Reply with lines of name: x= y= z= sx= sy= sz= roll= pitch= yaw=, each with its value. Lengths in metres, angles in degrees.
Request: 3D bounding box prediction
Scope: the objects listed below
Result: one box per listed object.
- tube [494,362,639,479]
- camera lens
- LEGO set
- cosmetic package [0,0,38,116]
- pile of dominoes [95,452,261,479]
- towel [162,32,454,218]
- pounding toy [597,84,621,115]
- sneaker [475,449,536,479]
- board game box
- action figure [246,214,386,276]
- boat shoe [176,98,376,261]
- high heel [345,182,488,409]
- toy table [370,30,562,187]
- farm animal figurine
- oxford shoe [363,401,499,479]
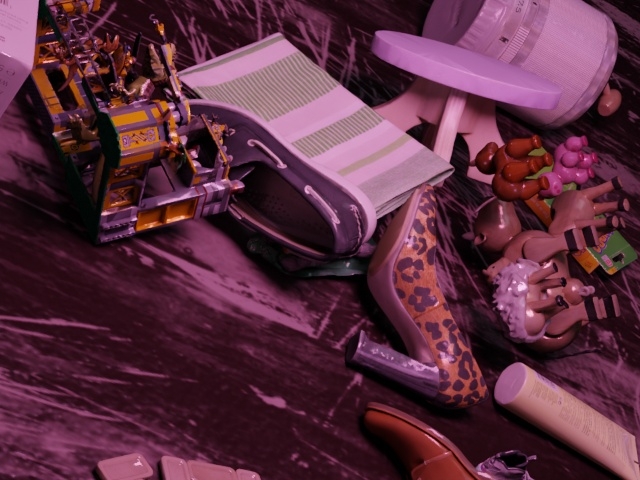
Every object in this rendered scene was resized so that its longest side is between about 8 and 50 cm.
tube: x=0.330 y=0.240 z=1.795 sx=0.240 sy=0.062 sz=0.070 roll=31 pitch=78 yaw=-23
camera lens: x=0.332 y=-0.324 z=2.276 sx=0.274 sy=0.219 sz=0.219 roll=25 pitch=37 yaw=-22
LEGO set: x=-0.195 y=-0.166 z=1.540 sx=0.192 sy=0.255 sz=0.331 roll=-16 pitch=52 yaw=-25
cosmetic package: x=-0.400 y=-0.191 z=1.428 sx=0.151 sy=0.183 sz=0.151 roll=22 pitch=38 yaw=-27
pile of dominoes: x=-0.121 y=0.309 z=1.299 sx=0.196 sy=0.040 sz=0.251 roll=18 pitch=32 yaw=-31
towel: x=-0.013 y=-0.149 z=1.808 sx=0.325 sy=0.038 sz=0.248 roll=38 pitch=40 yaw=19
pounding toy: x=0.456 y=-0.345 z=2.480 sx=0.269 sy=0.155 sz=0.154 roll=46 pitch=38 yaw=7
sneaker: x=0.239 y=0.276 z=1.644 sx=0.098 sy=0.069 sz=0.038 roll=18 pitch=41 yaw=-31
board game box: x=0.388 y=-0.050 z=2.190 sx=0.259 sy=0.039 sz=0.124 roll=48 pitch=35 yaw=14
action figure: x=0.000 y=0.000 z=1.729 sx=0.232 sy=0.063 sz=0.137 roll=-6 pitch=59 yaw=-44
boat shoe: x=-0.078 y=-0.074 z=1.637 sx=0.302 sy=0.114 sz=0.091 roll=26 pitch=30 yaw=19
high heel: x=0.150 y=0.072 z=1.707 sx=0.186 sy=0.093 sz=0.261 roll=25 pitch=68 yaw=-15
toy table: x=0.185 y=-0.181 z=1.964 sx=0.274 sy=0.161 sz=0.252 roll=21 pitch=19 yaw=7
farm animal figurine: x=0.299 y=0.011 z=1.907 sx=0.330 sy=0.172 sz=0.327 roll=22 pitch=56 yaw=-51
oxford shoe: x=0.124 y=0.262 z=1.554 sx=0.212 sy=0.076 sz=0.076 roll=38 pitch=72 yaw=12
